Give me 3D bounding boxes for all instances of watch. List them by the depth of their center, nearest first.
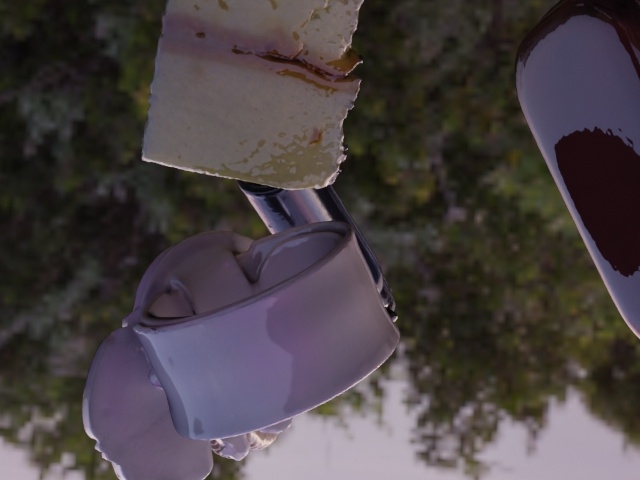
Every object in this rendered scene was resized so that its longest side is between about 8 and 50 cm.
[{"bbox_3d":[-0.061,0.101,1.480,0.244,0.196,0.231,-32,-163,-30],"label":"watch"}]

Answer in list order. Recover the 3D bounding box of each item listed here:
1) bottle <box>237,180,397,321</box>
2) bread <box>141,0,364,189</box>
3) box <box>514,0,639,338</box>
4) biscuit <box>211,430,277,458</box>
[{"bbox_3d":[0.000,0.000,1.673,0.082,0.072,0.244,36,165,44],"label":"bottle"},{"bbox_3d":[-0.041,-0.165,1.535,0.178,0.240,0.135,15,-159,8],"label":"bread"},{"bbox_3d":[0.344,-0.074,1.838,0.108,0.404,0.263,-22,175,-27],"label":"box"},{"bbox_3d":[-0.098,0.139,2.083,0.066,0.220,0.220,-7,166,18],"label":"biscuit"}]
